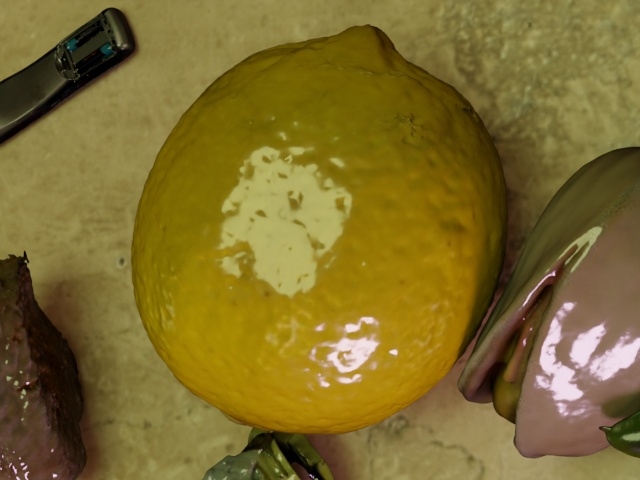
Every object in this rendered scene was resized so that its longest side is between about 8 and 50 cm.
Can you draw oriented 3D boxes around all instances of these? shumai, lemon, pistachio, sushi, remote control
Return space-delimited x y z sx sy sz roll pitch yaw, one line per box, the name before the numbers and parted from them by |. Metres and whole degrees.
shumai | -0.339 0.151 1.638 0.185 0.184 0.218 -15 116 10
lemon | 0.001 -0.002 1.425 0.336 0.336 0.336 -3 84 27
pistachio | 0.223 0.054 1.360 0.166 0.197 0.288 42 115 28
sushi | -0.094 0.296 1.541 0.291 0.131 0.139 -46 65 7
remote control | -0.278 -0.163 1.734 0.212 0.028 0.059 -31 73 21

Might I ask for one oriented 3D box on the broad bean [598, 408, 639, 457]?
broad bean | 0.344 0.139 1.323 0.255 0.046 0.065 -2 113 2
